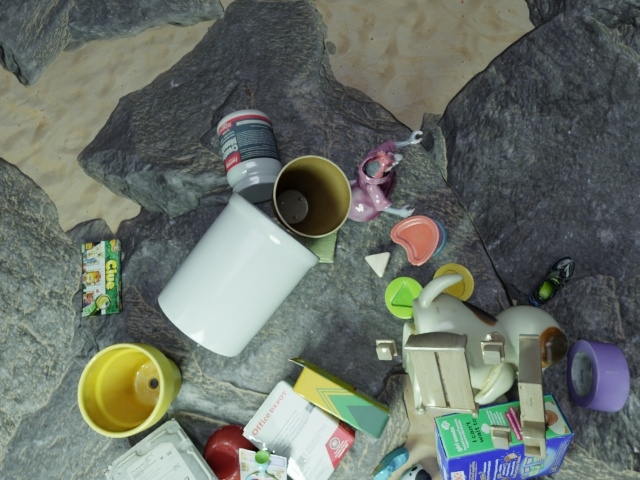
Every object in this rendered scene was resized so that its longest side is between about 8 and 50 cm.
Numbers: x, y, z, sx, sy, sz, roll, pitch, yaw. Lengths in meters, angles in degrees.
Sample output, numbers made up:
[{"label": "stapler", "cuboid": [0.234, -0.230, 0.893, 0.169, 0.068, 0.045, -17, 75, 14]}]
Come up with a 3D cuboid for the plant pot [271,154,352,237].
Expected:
[{"label": "plant pot", "cuboid": [-0.060, -0.119, 1.391, 0.236, 0.254, 0.237, 1, 86, -20]}]

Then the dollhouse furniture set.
[{"label": "dollhouse furniture set", "cuboid": [0.352, 0.338, 1.096, 0.355, 0.174, 0.304, -5, 112, 28]}]

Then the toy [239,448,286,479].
[{"label": "toy", "cuboid": [-0.168, 0.700, 1.266, 0.136, 0.056, 0.238, 7, 115, 8]}]

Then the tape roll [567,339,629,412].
[{"label": "tape roll", "cuboid": [0.774, 0.379, 1.249, 0.080, 0.189, 0.189, 5, 77, 8]}]

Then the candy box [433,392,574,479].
[{"label": "candy box", "cuboid": [0.475, 0.554, 1.194, 0.316, 0.268, 0.122, -14, 42, 2]}]

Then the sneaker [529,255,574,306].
[{"label": "sneaker", "cuboid": [0.725, 0.128, 1.371, 0.067, 0.078, 0.188, 42, 83, 13]}]

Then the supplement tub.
[{"label": "supplement tub", "cuboid": [-0.235, -0.284, 1.509, 0.191, 0.191, 0.273, -15, 75, 2]}]

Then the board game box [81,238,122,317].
[{"label": "board game box", "cuboid": [-0.761, 0.130, 1.547, 0.136, 0.030, 0.260, -9, 76, 1]}]

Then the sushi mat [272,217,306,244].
[{"label": "sushi mat", "cuboid": [-0.204, 0.008, 1.525, 0.316, 0.019, 0.152, -14, 75, 2]}]

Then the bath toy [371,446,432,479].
[{"label": "bath toy", "cuboid": [0.296, 0.762, 1.234, 0.151, 0.129, 0.348, -45, 76, 6]}]

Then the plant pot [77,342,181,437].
[{"label": "plant pot", "cuboid": [-0.544, 0.439, 1.341, 0.253, 0.239, 0.254, -1, 76, 5]}]

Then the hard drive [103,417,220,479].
[{"label": "hard drive", "cuboid": [-0.432, 0.676, 1.232, 0.236, 0.064, 0.338, -32, 35, -28]}]

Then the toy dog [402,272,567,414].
[{"label": "toy dog", "cuboid": [0.454, 0.278, 1.247, 0.407, 0.284, 0.396, 1, 97, 0]}]

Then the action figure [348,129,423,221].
[{"label": "action figure", "cuboid": [0.158, -0.201, 1.356, 0.275, 0.370, 0.248, 7, 78, 6]}]

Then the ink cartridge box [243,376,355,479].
[{"label": "ink cartridge box", "cuboid": [-0.061, 0.573, 1.324, 0.272, 0.114, 0.197, 36, 83, 11]}]

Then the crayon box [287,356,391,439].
[{"label": "crayon box", "cuboid": [0.042, 0.450, 1.301, 0.318, 0.202, 0.081, 26, 80, 12]}]

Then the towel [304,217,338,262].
[{"label": "towel", "cuboid": [0.000, 0.000, 1.493, 0.109, 0.027, 0.148, 9, 77, -3]}]

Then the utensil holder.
[{"label": "utensil holder", "cuboid": [-0.244, 0.103, 1.343, 0.327, 0.327, 0.386, 38, 90, 13]}]

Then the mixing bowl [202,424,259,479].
[{"label": "mixing bowl", "cuboid": [-0.281, 0.658, 1.335, 0.181, 0.098, 0.182, -1, 77, 5]}]

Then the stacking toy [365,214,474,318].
[{"label": "stacking toy", "cuboid": [0.325, 0.093, 1.433, 0.279, 0.130, 0.309, -35, 71, 24]}]
